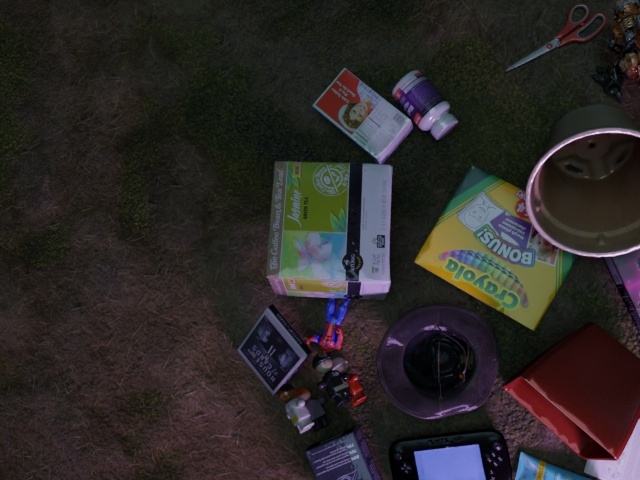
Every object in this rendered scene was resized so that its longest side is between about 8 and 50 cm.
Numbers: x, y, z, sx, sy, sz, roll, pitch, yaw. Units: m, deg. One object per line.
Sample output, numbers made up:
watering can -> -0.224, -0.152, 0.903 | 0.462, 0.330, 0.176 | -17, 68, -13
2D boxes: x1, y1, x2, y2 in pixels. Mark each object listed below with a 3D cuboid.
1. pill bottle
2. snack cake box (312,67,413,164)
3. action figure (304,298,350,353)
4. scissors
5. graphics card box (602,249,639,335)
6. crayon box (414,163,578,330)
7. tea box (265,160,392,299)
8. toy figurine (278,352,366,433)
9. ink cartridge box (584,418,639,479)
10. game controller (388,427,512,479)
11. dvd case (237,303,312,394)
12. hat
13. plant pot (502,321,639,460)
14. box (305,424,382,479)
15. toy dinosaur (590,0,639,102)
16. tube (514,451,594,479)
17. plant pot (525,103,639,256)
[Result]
pill bottle -> 0.304, -0.386, 1.760 | 0.108, 0.108, 0.194 | -40, 76, 6
snack cake box -> 0.125, -0.366, 1.811 | 0.264, 0.089, 0.152 | 43, 96, 15
action figure -> 0.031, 0.217, 1.743 | 0.091, 0.139, 0.281 | 14, 89, 15
scissors -> 0.673, -0.554, 1.737 | 0.297, 0.021, 0.109 | -42, 78, 4
graphics card box -> 0.898, 0.116, 1.567 | 0.232, 0.094, 0.371 | -22, 78, 10
crayon box -> 0.493, 0.017, 1.667 | 0.362, 0.106, 0.313 | 30, 91, 15
tea box -> 0.029, -0.023, 1.675 | 0.323, 0.220, 0.329 | 1, 73, 3
toy figurine -> -0.001, 0.418, 1.687 | 0.209, 0.213, 0.148 | -37, 67, 9
ink cartridge box -> 0.824, 0.551, 1.565 | 0.232, 0.066, 0.189 | 15, 87, 36
game controller -> 0.349, 0.605, 1.653 | 0.318, 0.067, 0.167 | -11, 81, 13
dvd case -> -0.137, 0.316, 1.754 | 0.179, 0.029, 0.239 | 48, 131, 15
hat -> 0.307, 0.318, 1.663 | 0.331, 0.134, 0.332 | 0, 88, -5
plant pot -> 0.653, 0.359, 1.518 | 0.267, 0.267, 0.236 | 42, 81, 17
box -> 0.073, 0.643, 1.692 | 0.153, 0.108, 0.207 | -25, 79, 9
toy dinosaur -> 0.813, -0.464, 1.592 | 0.164, 0.218, 0.322 | 7, 85, 13
tube -> 0.621, 0.625, 1.599 | 0.207, 0.052, 0.080 | 12, 77, 21
plant pot -> 0.682, -0.182, 1.511 | 0.333, 0.305, 0.334 | 9, 125, 13
